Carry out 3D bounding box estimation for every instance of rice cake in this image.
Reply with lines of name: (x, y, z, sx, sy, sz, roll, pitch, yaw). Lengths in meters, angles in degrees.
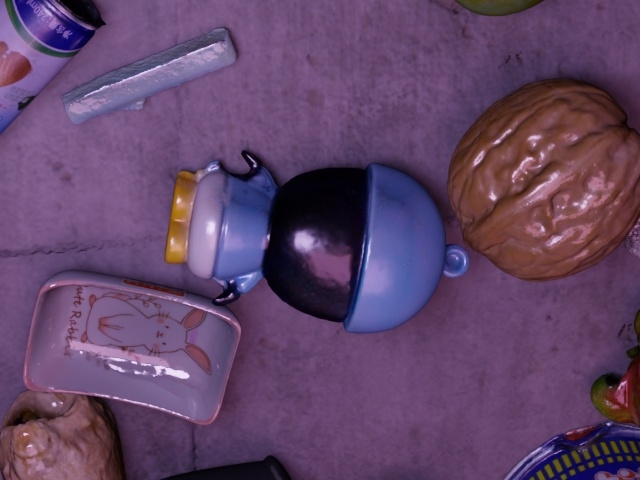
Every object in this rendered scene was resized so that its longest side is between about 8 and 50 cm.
rice cake: (-0.168, -0.158, 1.775, 0.180, 0.030, 0.042, -22, 126, 3)

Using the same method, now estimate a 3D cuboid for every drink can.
drink can: (-0.316, -0.156, 1.706, 0.235, 0.097, 0.097, -44, 121, 15)

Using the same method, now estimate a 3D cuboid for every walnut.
walnut: (0.231, -0.060, 1.840, 0.213, 0.213, 0.213, -6, 123, -9)

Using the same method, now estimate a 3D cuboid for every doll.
doll: (0.000, 0.000, 1.853, 0.314, 0.141, 0.177, 10, 89, -5)

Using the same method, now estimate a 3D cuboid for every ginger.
ginger: (-0.273, 0.288, 1.937, 0.130, 0.221, 0.275, -10, 132, 5)

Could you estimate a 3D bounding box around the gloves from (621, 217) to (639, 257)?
gloves: (0.401, -0.015, 1.970, 0.153, 0.070, 0.114, 24, 114, -23)

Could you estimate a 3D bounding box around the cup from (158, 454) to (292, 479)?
cup: (-0.104, 0.341, 2.048, 0.177, 0.169, 0.223, -19, 159, -9)

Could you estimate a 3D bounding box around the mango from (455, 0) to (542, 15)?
mango: (0.204, -0.295, 1.746, 0.191, 0.085, 0.122, -35, 113, -1)

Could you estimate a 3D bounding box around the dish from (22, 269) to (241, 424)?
dish: (-0.196, 0.099, 1.888, 0.212, 0.077, 0.151, 12, 124, -7)

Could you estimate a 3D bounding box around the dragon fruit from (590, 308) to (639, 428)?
dragon fruit: (0.462, 0.157, 2.066, 0.295, 0.130, 0.268, -25, 129, 3)

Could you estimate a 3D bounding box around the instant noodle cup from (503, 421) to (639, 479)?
instant noodle cup: (0.367, 0.415, 2.092, 0.284, 0.312, 0.284, -6, 122, -9)
